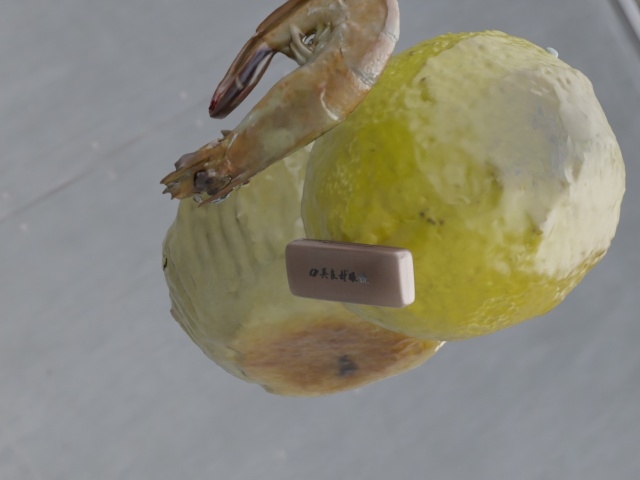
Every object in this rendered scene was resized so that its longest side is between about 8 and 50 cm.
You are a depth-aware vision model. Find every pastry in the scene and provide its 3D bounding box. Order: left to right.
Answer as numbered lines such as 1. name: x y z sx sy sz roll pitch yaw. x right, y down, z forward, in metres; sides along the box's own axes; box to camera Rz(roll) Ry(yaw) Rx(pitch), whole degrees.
1. pastry: 0.000 0.000 2.071 0.388 0.389 0.312 52 23 -54

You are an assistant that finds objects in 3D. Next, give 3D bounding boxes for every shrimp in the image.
1. shrimp: -0.037 -0.119 1.334 0.133 0.236 0.053 53 11 34

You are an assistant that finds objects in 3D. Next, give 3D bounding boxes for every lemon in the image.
1. lemon: 0.119 -0.046 1.497 0.322 0.268 0.268 -21 81 -47

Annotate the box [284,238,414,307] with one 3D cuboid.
1. box: 0.022 0.026 1.356 0.025 0.115 0.048 -17 108 -50

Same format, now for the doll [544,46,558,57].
1. doll: 0.257 -0.210 2.209 0.076 0.083 0.050 -64 153 -24
